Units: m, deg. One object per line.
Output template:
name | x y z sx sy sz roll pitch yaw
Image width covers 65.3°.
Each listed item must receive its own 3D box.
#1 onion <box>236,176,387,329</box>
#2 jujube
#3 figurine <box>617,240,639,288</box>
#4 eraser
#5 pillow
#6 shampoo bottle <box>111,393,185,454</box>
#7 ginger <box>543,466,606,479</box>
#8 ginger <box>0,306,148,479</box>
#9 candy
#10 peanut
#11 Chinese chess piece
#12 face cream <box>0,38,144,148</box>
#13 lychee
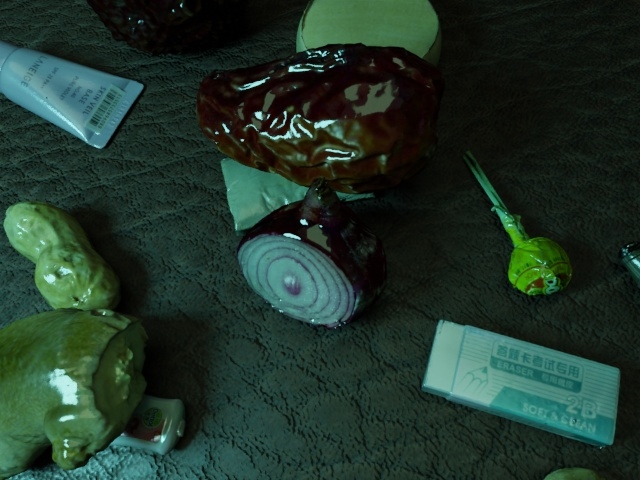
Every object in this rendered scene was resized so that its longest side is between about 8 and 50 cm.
onion | 0.000 0.000 0.656 0.195 0.218 0.140 27 44 23
jujube | -0.005 -0.173 0.705 0.342 0.216 0.216 9 67 13
figurine | 0.479 0.074 0.637 0.114 0.108 0.196 -9 56 -23
eraser | 0.251 0.179 0.635 0.225 0.052 0.095 15 69 12
pillow | -0.039 -0.101 0.795 0.230 0.050 0.148 -16 70 -5
shampoo bottle | -0.225 0.240 0.659 0.099 0.043 0.072 8 64 9
ginger | 0.330 0.337 0.554 0.214 0.059 0.133 18 60 12
ginger | -0.332 0.194 0.621 0.275 0.130 0.221 -47 58 4
candy | 0.274 -0.035 0.734 0.077 0.073 0.262 -9 56 -19
peanut | -0.380 0.028 0.740 0.098 0.103 0.229 -35 69 -24
Chinese chess piece | 0.082 -0.340 0.864 0.250 0.103 0.249 -2 66 4
face cream | -0.480 -0.274 0.906 0.274 0.096 0.154 22 65 1
lychee | -0.267 -0.475 0.855 0.306 0.306 0.330 -20 62 -4
